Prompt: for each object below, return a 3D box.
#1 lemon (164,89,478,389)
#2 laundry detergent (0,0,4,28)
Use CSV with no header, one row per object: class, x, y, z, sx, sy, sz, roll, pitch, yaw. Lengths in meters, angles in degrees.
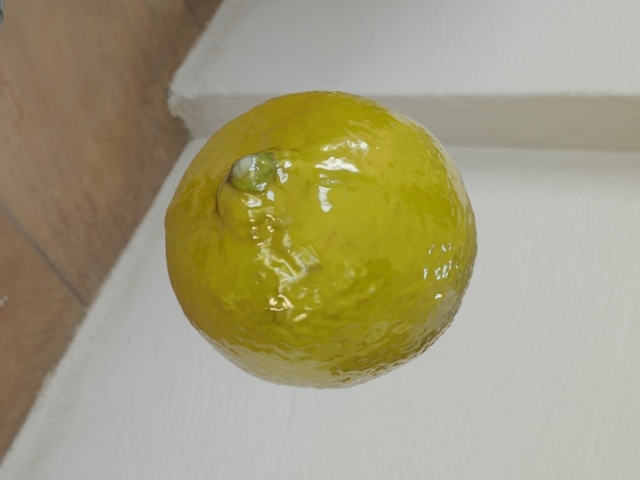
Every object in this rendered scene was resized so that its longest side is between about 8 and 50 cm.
lemon,0.000,0.000,0.519,0.244,0.186,0.187,27,70,-76
laundry detergent,-0.378,-0.169,0.711,0.143,0.289,0.094,36,60,-30
